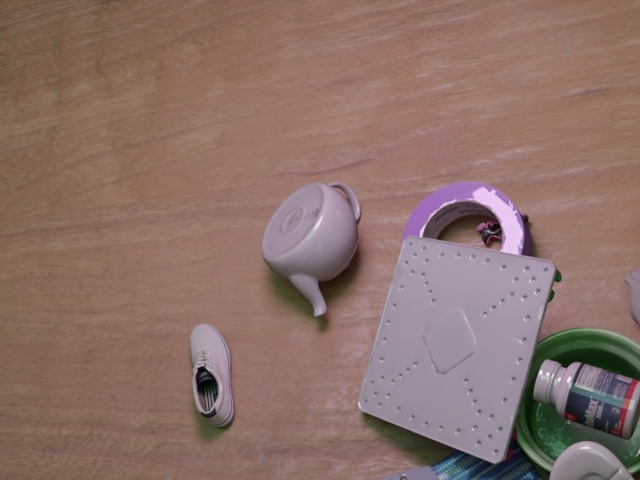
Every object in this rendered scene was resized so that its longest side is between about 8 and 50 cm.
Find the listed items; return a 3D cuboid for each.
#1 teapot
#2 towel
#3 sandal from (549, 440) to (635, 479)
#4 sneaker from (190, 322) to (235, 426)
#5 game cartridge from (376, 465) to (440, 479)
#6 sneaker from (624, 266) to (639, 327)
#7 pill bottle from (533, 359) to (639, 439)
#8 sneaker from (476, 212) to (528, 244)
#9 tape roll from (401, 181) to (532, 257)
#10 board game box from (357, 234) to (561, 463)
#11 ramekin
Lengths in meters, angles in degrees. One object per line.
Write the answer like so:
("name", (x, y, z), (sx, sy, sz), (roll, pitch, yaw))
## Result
("teapot", (0.000, 0.000, 2.132), (0.256, 0.187, 0.252), (-48, 29, 9))
("towel", (0.345, 0.548, 1.791), (0.243, 0.040, 0.336), (-32, 57, -1))
("sandal", (0.530, 0.547, 1.633), (0.169, 0.102, 0.416), (-25, 88, 23))
("sneaker", (-0.251, 0.294, 2.100), (0.094, 0.091, 0.258), (-23, 58, 5))
("game cartridge", (0.121, 0.556, 1.759), (0.297, 0.062, 0.198), (-23, 38, -14))
("sneaker", (0.691, 0.171, 1.863), (0.099, 0.121, 0.263), (-4, 76, -25))
("pill bottle", (0.485, 0.281, 1.672), (0.180, 0.108, 0.108), (16, 68, 26))
("sneaker", (0.416, -0.024, 2.084), (0.119, 0.047, 0.057), (-21, 63, 16))
("tape roll", (0.322, 0.013, 2.035), (0.274, 0.090, 0.275), (-9, 67, 23))
("board game box", (0.272, 0.205, 1.855), (0.390, 0.050, 0.390), (12, 83, 48))
("ramekin", (0.520, 0.335, 1.784), (0.303, 0.148, 0.303), (-8, 60, 14))
